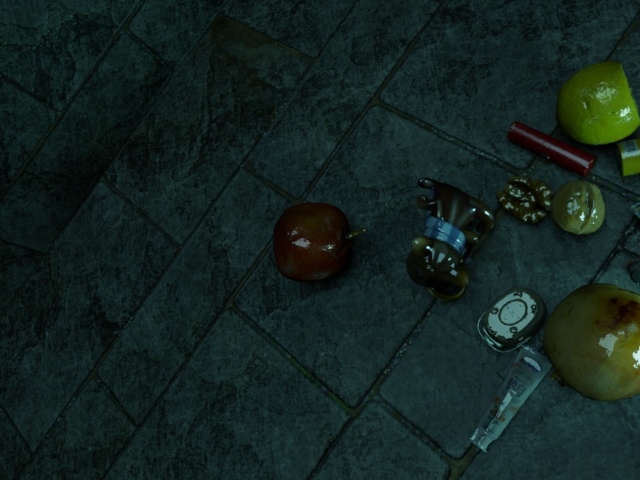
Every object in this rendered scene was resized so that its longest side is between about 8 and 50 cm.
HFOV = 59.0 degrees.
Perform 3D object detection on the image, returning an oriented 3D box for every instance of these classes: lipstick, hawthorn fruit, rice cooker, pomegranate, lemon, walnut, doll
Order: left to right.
[{"bbox_3d":[0.000,0.000,1.923,0.330,0.287,0.287,-13,68,15],"label":"hawthorn fruit"},{"bbox_3d":[0.379,-0.007,1.753,0.209,0.318,0.339,-31,29,58],"label":"doll"},{"bbox_3d":[0.562,0.227,1.652,0.206,0.127,0.145,-40,60,-1],"label":"rice cooker"},{"bbox_3d":[0.644,-0.128,1.767,0.170,0.069,0.143,41,94,32],"label":"walnut"},{"bbox_3d":[0.723,-0.292,1.786,0.280,0.073,0.073,35,90,30],"label":"lipstick"},{"bbox_3d":[0.756,-0.097,1.660,0.166,0.149,0.166,5,74,-16],"label":"walnut"},{"bbox_3d":[0.815,-0.398,1.688,0.219,0.240,0.240,-17,66,33],"label":"lemon"},{"bbox_3d":[0.725,0.271,1.463,0.319,0.319,0.319,-8,69,23],"label":"pomegranate"}]

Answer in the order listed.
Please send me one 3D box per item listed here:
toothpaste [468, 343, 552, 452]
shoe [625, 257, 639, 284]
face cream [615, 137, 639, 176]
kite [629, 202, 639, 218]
[{"bbox_3d":[0.541,0.455,1.624,0.100,0.066,0.323,33,83,28],"label":"toothpaste"},{"bbox_3d":[0.945,0.064,1.562,0.194,0.074,0.077,-13,23,8],"label":"shoe"},{"bbox_3d":[1.040,-0.266,1.607,0.349,0.105,0.105,-10,69,22],"label":"face cream"},{"bbox_3d":[1.021,-0.056,1.549,0.314,0.011,0.335,13,64,22],"label":"kite"}]
